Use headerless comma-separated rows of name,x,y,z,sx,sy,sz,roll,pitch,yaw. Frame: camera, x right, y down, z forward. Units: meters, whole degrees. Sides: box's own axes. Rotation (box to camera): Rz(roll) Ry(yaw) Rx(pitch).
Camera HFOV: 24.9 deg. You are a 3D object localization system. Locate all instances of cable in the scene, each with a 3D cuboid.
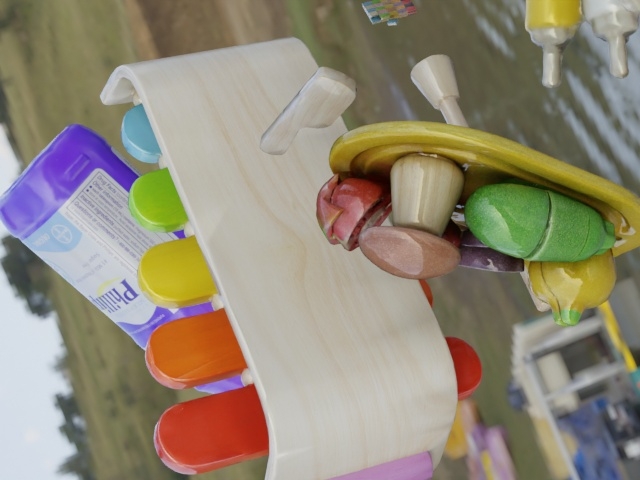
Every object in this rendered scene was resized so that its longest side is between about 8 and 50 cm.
cable,0.163,-0.238,0.853,0.072,0.139,0.287,-9,-96,-76

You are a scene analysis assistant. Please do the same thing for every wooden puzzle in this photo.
wooden puzzle,0.074,-0.250,1.559,0.083,0.049,0.006,-113,10,-58

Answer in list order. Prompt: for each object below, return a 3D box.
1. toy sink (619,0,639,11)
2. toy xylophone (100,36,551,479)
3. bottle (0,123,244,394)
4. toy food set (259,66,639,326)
toy sink,0.218,-0.224,0.664,0.153,0.234,0.131,41,-140,-47
toy xylophone,0.000,0.000,0.871,0.081,0.236,0.323,116,144,-56
bottle,-0.118,0.035,1.126,0.283,0.092,0.118,43,154,-12
toy food set,0.066,-0.003,0.745,0.128,0.217,0.071,-26,48,63
